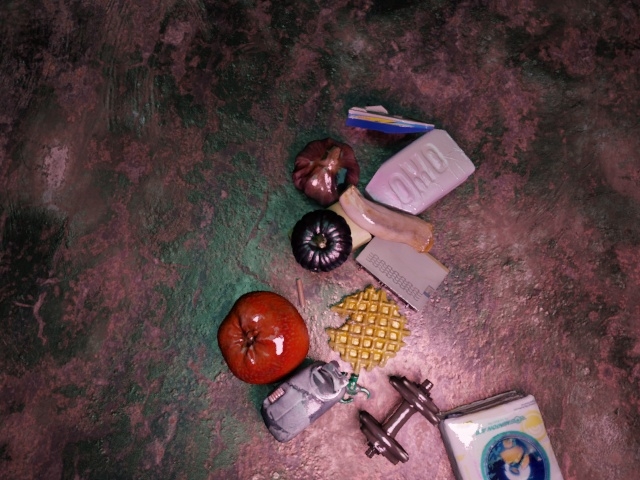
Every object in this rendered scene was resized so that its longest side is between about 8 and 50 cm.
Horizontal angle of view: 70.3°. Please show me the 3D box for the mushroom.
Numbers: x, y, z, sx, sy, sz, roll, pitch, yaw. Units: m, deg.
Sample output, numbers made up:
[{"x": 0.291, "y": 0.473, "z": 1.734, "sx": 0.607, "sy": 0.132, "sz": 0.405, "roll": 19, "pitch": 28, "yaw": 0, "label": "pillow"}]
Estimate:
[{"x": 0.211, "y": -0.062, "z": 1.444, "sx": 0.351, "sy": 0.095, "sz": 0.123, "roll": 26, "pitch": 71, "yaw": -19, "label": "mushroom"}]

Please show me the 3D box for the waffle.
[{"x": 0.152, "y": 0.291, "z": 1.480, "sx": 0.261, "sy": 0.056, "sz": 0.250, "roll": -31, "pitch": 81, "yaw": -9, "label": "waffle"}]

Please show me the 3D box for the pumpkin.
[{"x": 0.002, "y": 0.001, "z": 1.371, "sx": 0.194, "sy": 0.150, "sz": 0.194, "roll": -12, "pitch": 57, "yaw": 18, "label": "pumpkin"}]

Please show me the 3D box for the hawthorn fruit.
[{"x": -0.159, "y": 0.303, "z": 1.382, "sx": 0.275, "sy": 0.300, "sz": 0.275, "roll": -17, "pitch": 53, "yaw": 24, "label": "hawthorn fruit"}]

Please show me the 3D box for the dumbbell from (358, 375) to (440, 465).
[{"x": 0.235, "y": 0.531, "z": 1.361, "sx": 0.192, "sy": 0.192, "sz": 0.290, "roll": 42, "pitch": 83, "yaw": 8, "label": "dumbbell"}]

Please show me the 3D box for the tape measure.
[{"x": -0.047, "y": 0.461, "z": 1.341, "sx": 0.275, "sy": 0.256, "sz": 0.147, "roll": -36, "pitch": 73, "yaw": -8, "label": "tape measure"}]

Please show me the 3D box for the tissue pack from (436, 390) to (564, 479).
[{"x": 0.543, "y": 0.679, "z": 1.347, "sx": 0.287, "sy": 0.162, "sz": 0.388, "roll": -17, "pitch": 79, "yaw": 0, "label": "tissue pack"}]

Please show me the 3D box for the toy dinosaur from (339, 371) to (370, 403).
[{"x": 0.094, "y": 0.473, "z": 1.446, "sx": 0.132, "sy": 0.059, "sz": 0.096, "roll": 9, "pitch": 87, "yaw": 10, "label": "toy dinosaur"}]

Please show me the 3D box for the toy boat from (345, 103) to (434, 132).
[{"x": 0.244, "y": -0.413, "z": 1.565, "sx": 0.295, "sy": 0.129, "sz": 0.088, "roll": 14, "pitch": 109, "yaw": 16, "label": "toy boat"}]

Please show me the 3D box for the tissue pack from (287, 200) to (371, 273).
[{"x": 0.027, "y": -0.010, "z": 1.505, "sx": 0.234, "sy": 0.125, "sz": 0.159, "roll": -31, "pitch": 81, "yaw": -6, "label": "tissue pack"}]

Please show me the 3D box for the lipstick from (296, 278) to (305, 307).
[{"x": -0.065, "y": 0.176, "z": 1.521, "sx": 0.019, "sy": 0.019, "sz": 0.094, "roll": -9, "pitch": 79, "yaw": -2, "label": "lipstick"}]

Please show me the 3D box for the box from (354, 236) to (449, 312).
[{"x": 0.269, "y": 0.089, "z": 1.520, "sx": 0.270, "sy": 0.045, "sz": 0.211, "roll": 38, "pitch": 74, "yaw": 7, "label": "box"}]

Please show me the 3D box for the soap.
[{"x": 0.320, "y": -0.209, "z": 1.553, "sx": 0.347, "sy": 0.115, "sz": 0.208, "roll": -35, "pitch": 80, "yaw": -7, "label": "soap"}]

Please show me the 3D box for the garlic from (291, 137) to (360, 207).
[{"x": 0.020, "y": -0.238, "z": 1.535, "sx": 0.245, "sy": 0.160, "sz": 0.245, "roll": 0, "pitch": 79, "yaw": 0, "label": "garlic"}]
